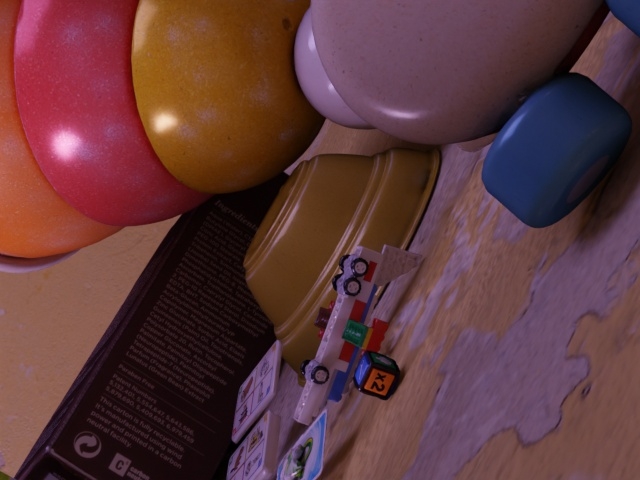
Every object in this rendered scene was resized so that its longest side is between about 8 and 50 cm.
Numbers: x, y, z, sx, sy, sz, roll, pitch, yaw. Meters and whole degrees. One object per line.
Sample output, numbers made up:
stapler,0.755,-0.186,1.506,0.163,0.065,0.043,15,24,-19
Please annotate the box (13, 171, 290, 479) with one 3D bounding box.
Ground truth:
box,-0.134,0.113,1.379,0.191,0.143,0.381,-47,13,51

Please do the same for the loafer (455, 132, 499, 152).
loafer,0.107,-0.111,1.022,0.050,0.056,0.148,-48,13,31

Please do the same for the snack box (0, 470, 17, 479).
snack box,-0.135,0.235,0.754,0.070,0.207,0.174,-50,14,55

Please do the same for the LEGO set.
LEGO set,0.000,0.116,1.010,0.244,0.060,0.182,125,158,-44

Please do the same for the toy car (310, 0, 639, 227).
toy car,0.122,-0.156,0.777,0.238,0.219,0.210,-20,-31,-54

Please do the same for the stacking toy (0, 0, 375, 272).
stacking toy,-0.105,-0.139,1.274,0.480,0.350,0.350,2,51,30

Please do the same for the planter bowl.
planter bowl,0.000,0.000,1.184,0.217,0.090,0.217,-59,8,14
